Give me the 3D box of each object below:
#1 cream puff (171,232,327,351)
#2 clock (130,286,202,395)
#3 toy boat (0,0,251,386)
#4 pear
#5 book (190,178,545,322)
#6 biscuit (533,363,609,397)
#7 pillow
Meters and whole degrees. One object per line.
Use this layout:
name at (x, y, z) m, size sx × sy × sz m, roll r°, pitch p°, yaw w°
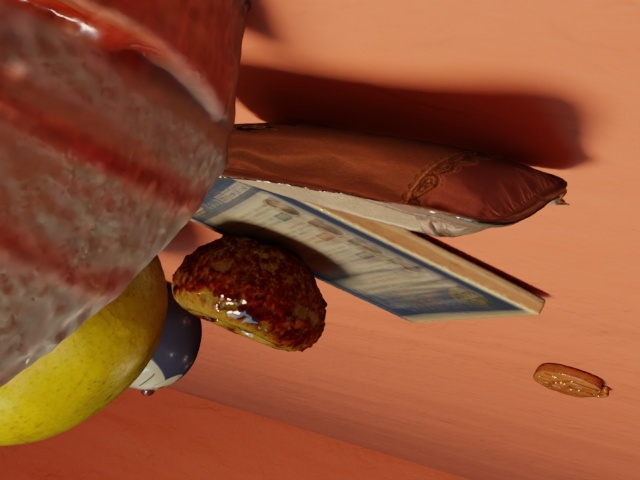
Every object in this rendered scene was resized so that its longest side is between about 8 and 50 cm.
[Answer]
cream puff at (-0.061, 0.042, 0.898) m, size 0.149 × 0.084 × 0.149 m, roll 23°, pitch 168°, yaw 5°
clock at (-0.276, 0.108, 1.361) m, size 0.243 × 0.146 × 0.199 m, roll 29°, pitch 168°, yaw -15°
toy boat at (-0.137, -0.021, 0.456) m, size 0.096 × 0.282 × 0.206 m, roll 9°, pitch 161°, yaw 41°
pear at (-0.288, 0.061, 0.980) m, size 0.294 × 0.294 × 0.294 m, roll 19°, pitch 165°, yaw 5°
book at (0.000, 0.000, 0.863) m, size 0.322 × 0.018 × 0.228 m, roll 25°, pitch 165°, yaw -19°
biscuit at (0.263, 0.151, 1.059) m, size 0.078 × 0.015 × 0.091 m, roll 18°, pitch 165°, yaw 10°
pillow at (0.020, -0.041, 0.574) m, size 0.233 × 0.038 × 0.131 m, roll 14°, pitch -158°, yaw 30°
